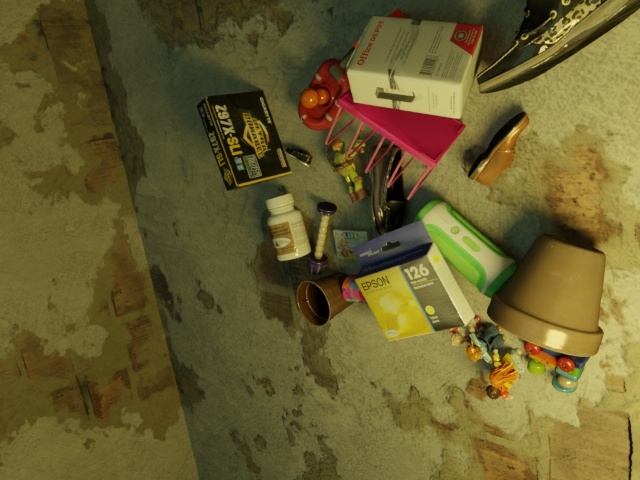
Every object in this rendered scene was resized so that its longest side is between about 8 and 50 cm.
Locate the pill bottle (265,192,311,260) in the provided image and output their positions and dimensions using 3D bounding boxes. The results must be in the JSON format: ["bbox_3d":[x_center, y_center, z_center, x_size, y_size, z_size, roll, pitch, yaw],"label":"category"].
[{"bbox_3d":[-0.124,-0.051,1.997,0.131,0.131,0.229,-8,100,48],"label":"pill bottle"}]

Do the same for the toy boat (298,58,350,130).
[{"bbox_3d":[-0.003,-0.443,1.687,0.151,0.151,0.231,56,137,15],"label":"toy boat"}]

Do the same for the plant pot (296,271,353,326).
[{"bbox_3d":[0.031,0.195,1.908,0.167,0.165,0.167,20,119,41],"label":"plant pot"}]

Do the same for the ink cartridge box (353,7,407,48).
[{"bbox_3d":[0.207,-0.465,1.460,0.232,0.066,0.189,44,143,-18],"label":"ink cartridge box"}]

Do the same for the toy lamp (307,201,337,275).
[{"bbox_3d":[0.000,0.000,1.926,0.080,0.080,0.275,32,127,35],"label":"toy lamp"}]

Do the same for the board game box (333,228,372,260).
[{"bbox_3d":[0.113,0.014,1.849,0.154,0.026,0.103,4,108,46],"label":"board game box"}]

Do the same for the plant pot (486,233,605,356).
[{"bbox_3d":[0.555,0.113,1.284,0.263,0.263,0.229,25,104,39],"label":"plant pot"}]

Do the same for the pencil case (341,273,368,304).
[{"bbox_3d":[0.180,0.172,1.792,0.236,0.104,0.104,8,112,46],"label":"pencil case"}]

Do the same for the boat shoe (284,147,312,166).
[{"bbox_3d":[-0.076,-0.300,1.911,0.133,0.049,0.042,34,101,42],"label":"boat shoe"}]

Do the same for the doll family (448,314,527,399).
[{"bbox_3d":[0.466,0.309,1.489,0.263,0.163,0.118,56,137,15],"label":"doll family"}]

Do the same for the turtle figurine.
[{"bbox_3d":[0.090,-0.231,1.699,0.217,0.087,0.269,64,153,-1],"label":"turtle figurine"}]

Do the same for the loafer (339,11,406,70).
[{"bbox_3d":[0.161,-0.544,1.534,0.087,0.094,0.251,43,143,-17],"label":"loafer"}]

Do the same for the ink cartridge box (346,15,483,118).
[{"bbox_3d":[0.224,-0.416,1.294,0.273,0.197,0.114,15,155,20],"label":"ink cartridge box"}]

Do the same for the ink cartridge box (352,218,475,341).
[{"bbox_3d":[0.241,0.127,1.563,0.303,0.072,0.307,-25,98,50],"label":"ink cartridge box"}]

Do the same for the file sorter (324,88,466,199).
[{"bbox_3d":[0.189,-0.276,1.455,0.290,0.202,0.182,36,142,8],"label":"file sorter"}]

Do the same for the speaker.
[{"bbox_3d":[0.391,0.019,1.479,0.296,0.131,0.131,46,134,25],"label":"speaker"}]

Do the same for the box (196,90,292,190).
[{"bbox_3d":[-0.264,-0.356,1.925,0.079,0.257,0.322,-17,92,49],"label":"box"}]

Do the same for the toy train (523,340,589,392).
[{"bbox_3d":[0.567,0.291,1.434,0.248,0.105,0.143,26,137,38],"label":"toy train"}]

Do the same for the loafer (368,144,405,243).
[{"bbox_3d":[0.209,-0.136,1.629,0.095,0.109,0.302,2,104,42],"label":"loafer"}]

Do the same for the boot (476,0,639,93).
[{"bbox_3d":[0.459,-0.520,1.171,0.377,0.138,0.284,-30,84,45],"label":"boot"}]

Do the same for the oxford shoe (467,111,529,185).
[{"bbox_3d":[0.460,-0.226,1.362,0.076,0.076,0.212,29,130,-2],"label":"oxford shoe"}]
